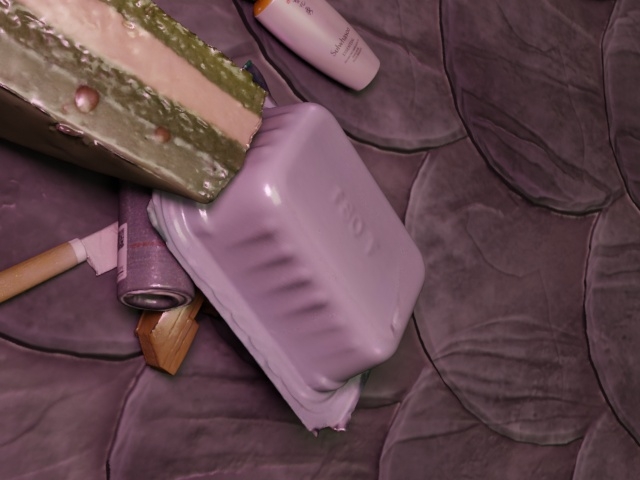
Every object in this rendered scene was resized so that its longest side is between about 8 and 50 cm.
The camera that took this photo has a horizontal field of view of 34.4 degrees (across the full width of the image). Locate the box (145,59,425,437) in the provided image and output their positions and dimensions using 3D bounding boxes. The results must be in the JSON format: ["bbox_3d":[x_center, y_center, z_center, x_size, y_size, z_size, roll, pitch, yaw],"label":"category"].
[{"bbox_3d":[0.000,0.000,1.038,0.336,0.106,0.264,56,38,-24],"label":"box"}]

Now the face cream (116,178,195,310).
[{"bbox_3d":[-0.159,-0.074,1.006,0.073,0.073,0.283,10,67,-32],"label":"face cream"}]

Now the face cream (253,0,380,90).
[{"bbox_3d":[-0.012,-0.240,1.160,0.182,0.051,0.072,37,69,-23],"label":"face cream"}]

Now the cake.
[{"bbox_3d":[-0.208,-0.142,0.938,0.283,0.172,0.158,32,69,-21],"label":"cake"}]

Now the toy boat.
[{"bbox_3d":[-0.119,0.038,1.047,0.072,0.064,0.206,36,69,-31],"label":"toy boat"}]

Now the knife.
[{"bbox_3d":[-0.220,0.012,1.013,0.298,0.017,0.047,-29,102,-36],"label":"knife"}]
